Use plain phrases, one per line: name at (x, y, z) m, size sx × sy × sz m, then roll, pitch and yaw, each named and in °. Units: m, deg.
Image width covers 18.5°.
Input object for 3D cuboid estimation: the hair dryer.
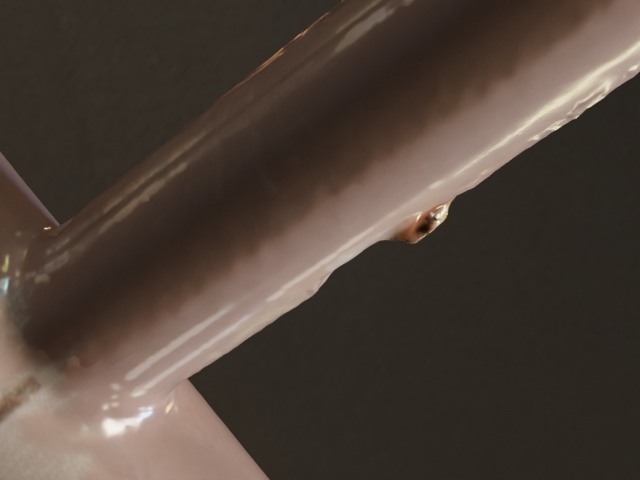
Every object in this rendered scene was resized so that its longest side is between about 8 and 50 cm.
hair dryer at (0.000, 0.000, 0.476) m, size 0.344 × 0.107 × 0.189 m, roll -35°, pitch -84°, yaw 30°
